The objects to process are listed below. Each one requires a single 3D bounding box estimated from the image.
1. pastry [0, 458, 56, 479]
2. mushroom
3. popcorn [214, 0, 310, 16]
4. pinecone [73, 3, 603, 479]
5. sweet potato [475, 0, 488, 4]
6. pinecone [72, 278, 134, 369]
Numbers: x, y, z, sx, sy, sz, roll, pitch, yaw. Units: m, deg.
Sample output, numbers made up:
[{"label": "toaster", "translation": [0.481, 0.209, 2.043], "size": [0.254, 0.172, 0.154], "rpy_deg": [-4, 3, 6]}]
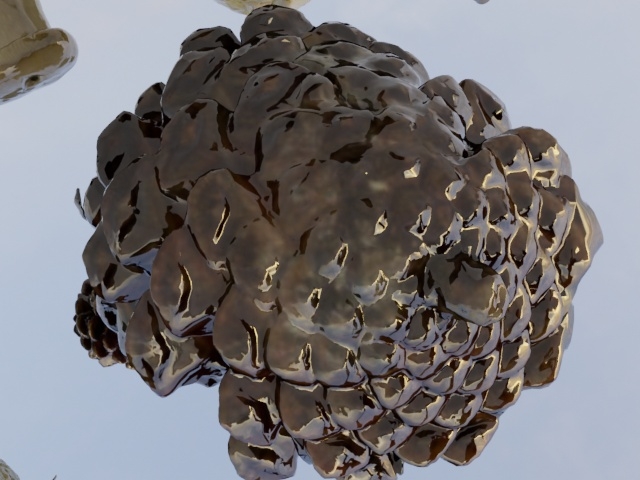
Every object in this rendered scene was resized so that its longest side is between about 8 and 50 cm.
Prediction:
[{"label": "pastry", "translation": [-0.260, 0.224, 0.555], "size": [0.257, 0.121, 0.235], "rpy_deg": [-39, -147, 3]}, {"label": "mushroom", "translation": [-0.241, -0.208, 0.661], "size": [0.108, 0.096, 0.246], "rpy_deg": [-16, -95, -17]}, {"label": "popcorn", "translation": [-0.059, -0.250, 0.753], "size": [0.152, 0.167, 0.148], "rpy_deg": [-30, -168, 47]}, {"label": "pinecone", "translation": [-0.002, 0.003, 0.624], "size": [0.298, 0.242, 0.296], "rpy_deg": [-23, -131, -28]}, {"label": "sweet potato", "translation": [0.144, -0.365, 1.130], "size": [0.077, 0.243, 0.077], "rpy_deg": [-14, -141, 12]}, {"label": "pinecone", "translation": [-0.246, 0.096, 1.280], "size": [0.121, 0.140, 0.140], "rpy_deg": [-9, -135, 39]}]
